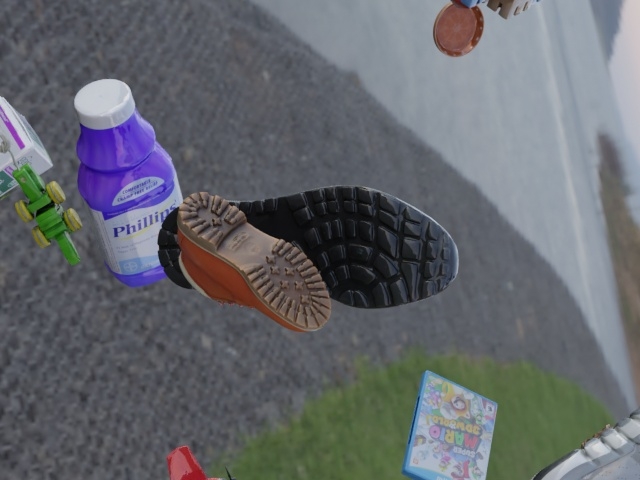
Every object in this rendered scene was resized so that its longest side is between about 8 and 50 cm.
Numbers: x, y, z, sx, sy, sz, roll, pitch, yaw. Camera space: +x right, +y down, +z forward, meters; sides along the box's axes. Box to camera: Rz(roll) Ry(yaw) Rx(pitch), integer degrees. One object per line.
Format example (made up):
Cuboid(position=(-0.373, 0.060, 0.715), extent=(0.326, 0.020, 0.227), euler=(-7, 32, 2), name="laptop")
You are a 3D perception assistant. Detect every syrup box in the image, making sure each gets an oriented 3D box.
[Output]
Cuboid(position=(-0.504, -0.090, 1.710), extent=(0.096, 0.237, 0.093), euler=(57, -3, 13), name="syrup box")

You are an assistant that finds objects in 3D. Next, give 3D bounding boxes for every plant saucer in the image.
Cuboid(position=(0.196, -0.303, 1.747), extent=(0.013, 0.083, 0.083), euler=(41, -21, 54), name="plant saucer")

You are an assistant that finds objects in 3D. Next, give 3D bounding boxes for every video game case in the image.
Cuboid(position=(0.180, 0.272, 1.689), extent=(0.119, 0.015, 0.166), euler=(26, 50, -11), name="video game case")

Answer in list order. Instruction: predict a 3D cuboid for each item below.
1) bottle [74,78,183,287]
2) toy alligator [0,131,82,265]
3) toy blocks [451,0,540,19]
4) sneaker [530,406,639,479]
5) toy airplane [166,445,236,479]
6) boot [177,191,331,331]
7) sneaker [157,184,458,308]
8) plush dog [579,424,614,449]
Cuboid(position=(-0.233, -0.068, 1.488), extent=(0.092, 0.118, 0.283), euler=(50, -22, 38), name="bottle")
Cuboid(position=(-0.347, -0.056, 1.510), extent=(0.189, 0.056, 0.051), euler=(60, 2, -14), name="toy alligator")
Cuboid(position=(0.233, -0.369, 1.346), extent=(0.381, 0.191, 0.261), euler=(-31, 153, -40), name="toy blocks")
Cuboid(position=(0.312, 0.218, 1.110), extent=(0.132, 0.229, 0.086), euler=(58, 3, 17), name="sneaker")
Cuboid(position=(-0.164, 0.286, 1.344), extent=(0.151, 0.151, 0.028), euler=(61, 4, -45), name="toy airplane")
Cuboid(position=(-0.059, 0.034, 1.041), extent=(0.059, 0.158, 0.084), euler=(-38, 159, -37), name="boot")
Cuboid(position=(0.000, 0.000, 1.148), extent=(0.124, 0.283, 0.107), euler=(-3, 97, -68), name="sneaker")
Cuboid(position=(0.356, 0.345, 1.406), extent=(0.225, 0.210, 0.262), euler=(40, 27, -20), name="plush dog")
